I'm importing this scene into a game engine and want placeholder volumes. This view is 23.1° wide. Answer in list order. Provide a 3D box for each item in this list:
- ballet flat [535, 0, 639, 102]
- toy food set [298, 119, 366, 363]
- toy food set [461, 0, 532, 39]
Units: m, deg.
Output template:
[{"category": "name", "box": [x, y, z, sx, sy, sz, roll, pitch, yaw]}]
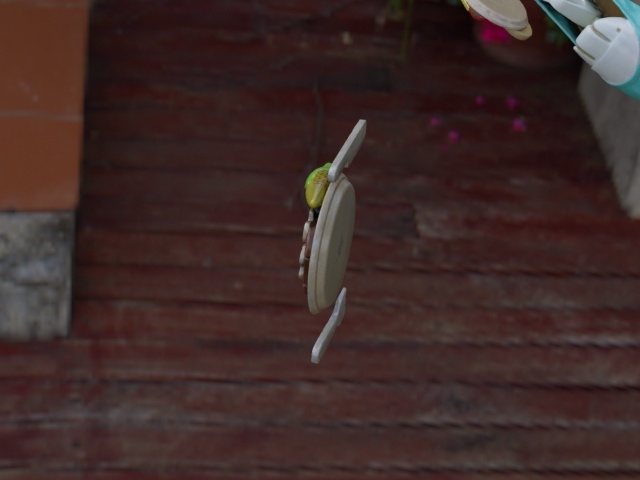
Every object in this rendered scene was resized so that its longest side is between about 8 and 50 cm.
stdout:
[{"category": "ballet flat", "box": [0.276, -0.219, 1.583, 0.087, 0.083, 0.247, -6, 50, -39]}, {"category": "toy food set", "box": [0.000, 0.000, 1.343, 0.038, 0.192, 0.132, 11, 26, 11]}, {"category": "toy food set", "box": [0.170, -0.233, 1.546, 0.083, 0.020, 0.082, 7, 42, -35]}]
